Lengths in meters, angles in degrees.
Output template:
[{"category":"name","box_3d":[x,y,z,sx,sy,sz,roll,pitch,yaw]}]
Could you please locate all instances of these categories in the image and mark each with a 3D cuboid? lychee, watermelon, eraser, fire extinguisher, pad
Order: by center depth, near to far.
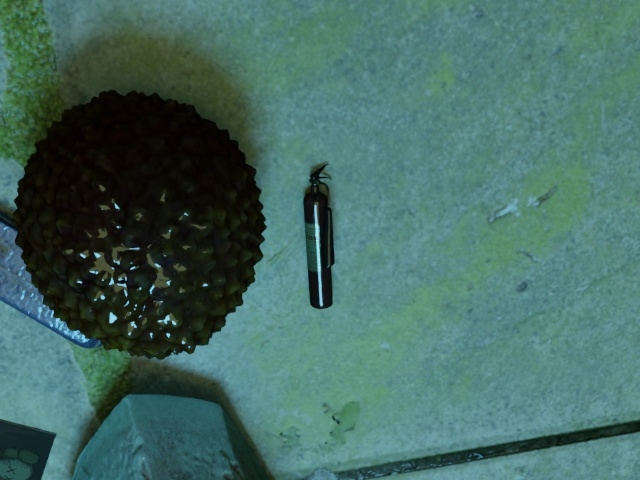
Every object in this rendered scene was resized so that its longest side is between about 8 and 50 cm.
[{"category":"lychee","box_3d":[-0.179,-0.012,0.804,0.267,0.267,0.267,-3,108,-8]},{"category":"eraser","box_3d":[-0.324,0.041,0.912,0.225,0.036,0.082,35,98,-17]},{"category":"watermelon","box_3d":[-0.152,0.365,0.926,0.228,0.258,0.387,-32,106,0]},{"category":"fire extinguisher","box_3d":[0.000,0.000,0.941,0.035,0.049,0.173,-3,108,0]},{"category":"pad","box_3d":[-0.419,0.306,1.001,0.127,0.004,0.190,18,105,-14]}]
